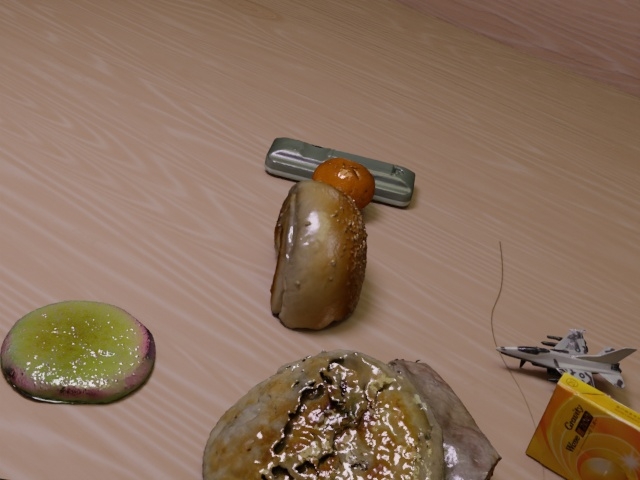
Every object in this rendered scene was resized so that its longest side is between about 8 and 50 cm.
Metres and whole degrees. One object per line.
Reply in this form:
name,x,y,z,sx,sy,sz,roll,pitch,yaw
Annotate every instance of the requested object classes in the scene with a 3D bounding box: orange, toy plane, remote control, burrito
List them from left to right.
remote control,0.047,-0.161,1.858,0.335,0.066,0.128,14,35,2
orange,0.046,-0.112,1.733,0.135,0.118,0.135,21,-12,5
burrito,0.157,0.291,1.166,0.175,0.107,0.348,-11,35,-12
toy plane,0.416,0.210,1.419,0.234,0.082,0.160,0,42,5

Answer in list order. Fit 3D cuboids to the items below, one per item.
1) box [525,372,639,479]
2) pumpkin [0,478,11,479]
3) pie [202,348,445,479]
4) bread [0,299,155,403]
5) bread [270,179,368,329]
box,0.440,0.316,1.177,0.269,0.152,0.043,28,35,23
pumpkin,-0.328,0.356,0.790,0.250,0.216,0.250,40,11,-10
pie,0.002,0.275,1.080,0.339,0.077,0.339,-8,36,6
bread,-0.358,0.159,1.237,0.228,0.034,0.228,11,32,-7
bread,0.001,-0.005,1.477,0.171,0.192,0.314,8,32,-7
